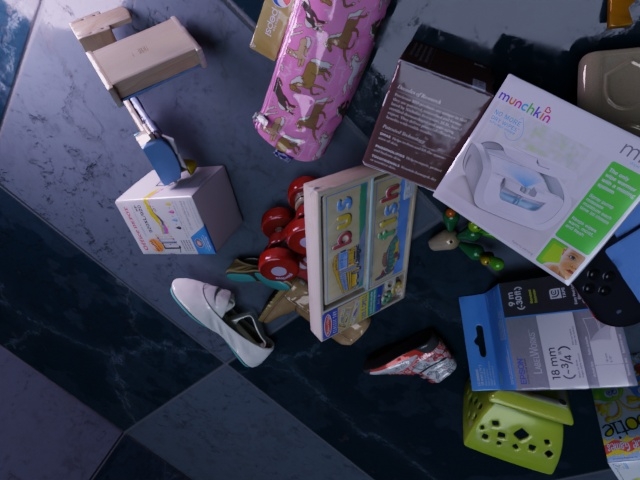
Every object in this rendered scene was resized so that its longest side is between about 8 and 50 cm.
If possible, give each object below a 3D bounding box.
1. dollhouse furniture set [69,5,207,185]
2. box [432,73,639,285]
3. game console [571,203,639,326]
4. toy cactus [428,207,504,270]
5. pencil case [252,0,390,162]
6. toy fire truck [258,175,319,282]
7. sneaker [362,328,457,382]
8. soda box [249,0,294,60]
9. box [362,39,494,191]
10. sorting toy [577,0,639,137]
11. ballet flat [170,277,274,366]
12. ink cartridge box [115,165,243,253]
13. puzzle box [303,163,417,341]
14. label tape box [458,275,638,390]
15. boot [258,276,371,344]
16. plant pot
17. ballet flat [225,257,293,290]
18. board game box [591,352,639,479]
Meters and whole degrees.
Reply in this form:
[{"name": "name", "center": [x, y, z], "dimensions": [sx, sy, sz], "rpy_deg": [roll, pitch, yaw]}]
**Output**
[{"name": "dollhouse furniture set", "center": [-0.371, -0.336, 1.036], "dimensions": [0.286, 0.198, 0.303], "rpy_deg": [53, 164, 27]}, {"name": "box", "center": [0.369, -0.102, 0.733], "dimensions": [0.262, 0.126, 0.231], "rpy_deg": [40, 117, 23]}, {"name": "game console", "center": [0.613, -0.050, 0.807], "dimensions": [0.386, 0.060, 0.342], "rpy_deg": [-37, 105, 14]}, {"name": "toy cactus", "center": [0.324, -0.022, 1.007], "dimensions": [0.219, 0.112, 0.180], "rpy_deg": [45, 145, -17]}, {"name": "pencil case", "center": [-0.003, -0.340, 0.845], "dimensions": [0.160, 0.167, 0.386], "rpy_deg": [38, 129, 13]}, {"name": "toy fire truck", "center": [0.000, 0.000, 1.106], "dimensions": [0.253, 0.169, 0.302], "rpy_deg": [24, 134, -29]}, {"name": "sneaker", "center": [0.259, 0.368, 1.297], "dimensions": [0.270, 0.090, 0.145], "rpy_deg": [-34, 105, 32]}, {"name": "soda box", "center": [-0.074, -0.446, 0.856], "dimensions": [0.058, 0.061, 0.181], "rpy_deg": [28, 129, -2]}, {"name": "box", "center": [0.201, -0.233, 0.840], "dimensions": [0.167, 0.168, 0.203], "rpy_deg": [22, 128, 5]}, {"name": "sorting toy", "center": [0.546, -0.254, 0.726], "dimensions": [0.228, 0.041, 0.308], "rpy_deg": [0, 98, 16]}, {"name": "ballet flat", "center": [-0.286, 0.237, 1.395], "dimensions": [0.139, 0.139, 0.400], "rpy_deg": [-23, 118, 31]}, {"name": "ink cartridge box", "center": [-0.358, -0.077, 1.154], "dimensions": [0.232, 0.168, 0.171], "rpy_deg": [-1, 124, 21]}, {"name": "puzzle box", "center": [0.094, 0.021, 1.015], "dimensions": [0.052, 0.272, 0.409], "rpy_deg": [40, 143, 44]}, {"name": "label tape box", "center": [0.487, 0.214, 1.008], "dimensions": [0.333, 0.241, 0.106], "rpy_deg": [-12, 159, 26]}, {"name": "boot", "center": [-0.026, 0.229, 1.305], "dimensions": [0.269, 0.089, 0.236], "rpy_deg": [34, 129, -7]}, {"name": "plant pot", "center": [0.512, 0.420, 1.165], "dimensions": [0.228, 0.227, 0.207], "rpy_deg": [14, 121, 11]}, {"name": "ballet flat", "center": [-0.166, 0.083, 1.236], "dimensions": [0.232, 0.073, 0.080], "rpy_deg": [6, 148, 31]}, {"name": "board game box", "center": [0.744, 0.425, 1.043], "dimensions": [0.142, 0.275, 0.144], "rpy_deg": [-26, 112, 32]}]
